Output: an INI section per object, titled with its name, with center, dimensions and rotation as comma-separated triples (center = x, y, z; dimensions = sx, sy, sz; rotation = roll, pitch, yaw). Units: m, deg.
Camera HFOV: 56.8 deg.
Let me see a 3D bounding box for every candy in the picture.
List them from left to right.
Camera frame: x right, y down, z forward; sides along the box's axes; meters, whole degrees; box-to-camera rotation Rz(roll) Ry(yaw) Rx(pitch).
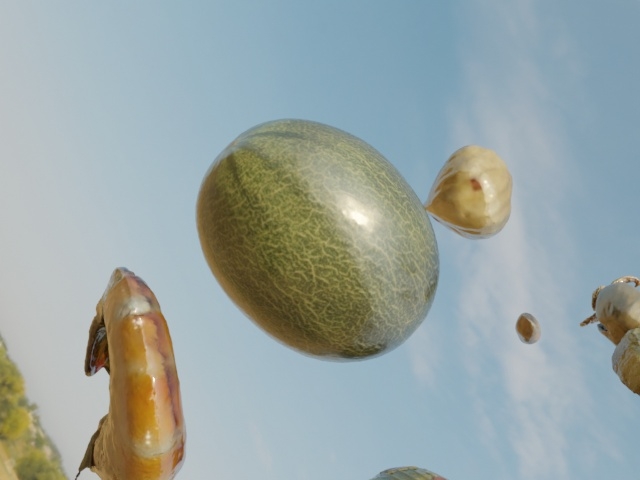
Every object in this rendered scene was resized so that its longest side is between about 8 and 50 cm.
[candy]
center = 0.726, 0.280, 1.197
dimensions = 0.260, 0.259, 0.118
rotation = 38, -60, 38

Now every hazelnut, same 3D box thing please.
[hazelnut]
center = 0.384, -0.113, 1.568
dimensions = 0.240, 0.261, 0.261
rotation = -2, -61, 11

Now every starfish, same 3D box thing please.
[starfish]
center = 0.779, 0.166, 1.613
dimensions = 0.150, 0.209, 0.053
rotation = 55, -11, -27

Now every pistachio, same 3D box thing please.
[pistachio]
center = 0.755, 0.185, 1.460
dimensions = 0.153, 0.238, 0.138
rotation = 1, -71, 10

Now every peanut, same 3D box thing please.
[peanut]
center = 0.632, 0.268, 1.805
dimensions = 0.076, 0.076, 0.152
rotation = 41, -11, 34

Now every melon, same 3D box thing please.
[melon]
center = 0.000, 0.000, 0.665
dimensions = 0.302, 0.238, 0.237
rotation = 45, -20, -30

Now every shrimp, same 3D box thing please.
[shrimp]
center = -0.138, 0.119, 0.417
dimensions = 0.249, 0.067, 0.150
rotation = -62, -141, 44

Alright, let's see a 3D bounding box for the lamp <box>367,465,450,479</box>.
[lamp]
center = 0.123, 0.489, 0.897
dimensions = 0.250, 0.284, 0.250
rotation = 41, -28, 27
